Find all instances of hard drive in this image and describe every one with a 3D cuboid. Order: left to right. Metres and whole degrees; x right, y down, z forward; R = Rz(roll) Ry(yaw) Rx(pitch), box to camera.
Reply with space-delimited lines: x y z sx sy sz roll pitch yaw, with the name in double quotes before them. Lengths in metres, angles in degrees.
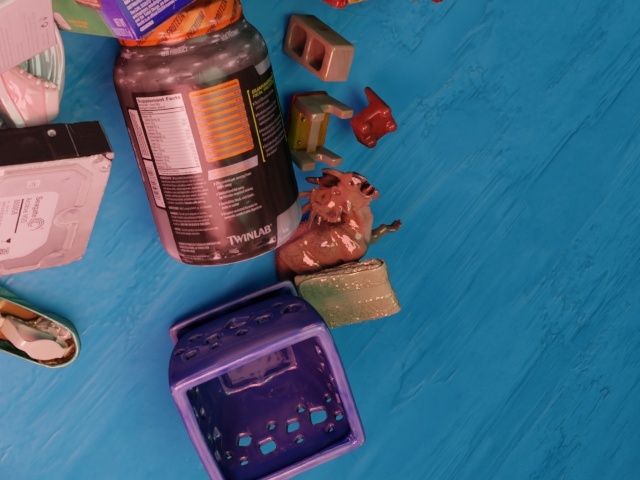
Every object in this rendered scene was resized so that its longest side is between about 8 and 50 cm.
"hard drive" -0.431 -0.030 1.098 0.339 0.064 0.237 -11 151 -34

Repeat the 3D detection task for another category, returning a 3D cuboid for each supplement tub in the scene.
"supplement tub" -0.153 -0.153 1.246 0.207 0.207 0.338 -25 119 -27

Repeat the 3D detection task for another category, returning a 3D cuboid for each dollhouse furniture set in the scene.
"dollhouse furniture set" 0.048 -0.310 1.400 0.201 0.152 0.374 -11 129 -33

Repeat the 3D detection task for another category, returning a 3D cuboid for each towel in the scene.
"towel" 0.042 0.085 1.425 0.148 0.027 0.110 -13 122 14

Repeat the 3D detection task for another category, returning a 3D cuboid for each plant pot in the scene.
"plant pot" -0.091 0.204 1.384 0.236 0.212 0.236 -22 118 -5

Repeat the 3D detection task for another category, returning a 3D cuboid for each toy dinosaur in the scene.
"toy dinosaur" 0.000 0.000 1.457 0.200 0.127 0.296 38 114 -26

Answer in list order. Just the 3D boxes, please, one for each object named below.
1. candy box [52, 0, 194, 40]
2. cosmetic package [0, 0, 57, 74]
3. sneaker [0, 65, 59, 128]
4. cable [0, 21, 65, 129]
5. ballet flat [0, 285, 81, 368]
"candy box" -0.298 -0.389 1.023 0.122 0.268 0.317 -42 124 -21
"cosmetic package" -0.429 -0.260 0.939 0.225 0.138 0.224 -37 84 -19
"sneaker" -0.351 -0.187 1.081 0.070 0.051 0.134 -36 126 -24
"cable" -0.437 -0.200 1.103 0.257 0.089 0.257 -9 110 -34
"ballet flat" -0.418 0.107 1.221 0.247 0.087 0.083 27 90 -38
